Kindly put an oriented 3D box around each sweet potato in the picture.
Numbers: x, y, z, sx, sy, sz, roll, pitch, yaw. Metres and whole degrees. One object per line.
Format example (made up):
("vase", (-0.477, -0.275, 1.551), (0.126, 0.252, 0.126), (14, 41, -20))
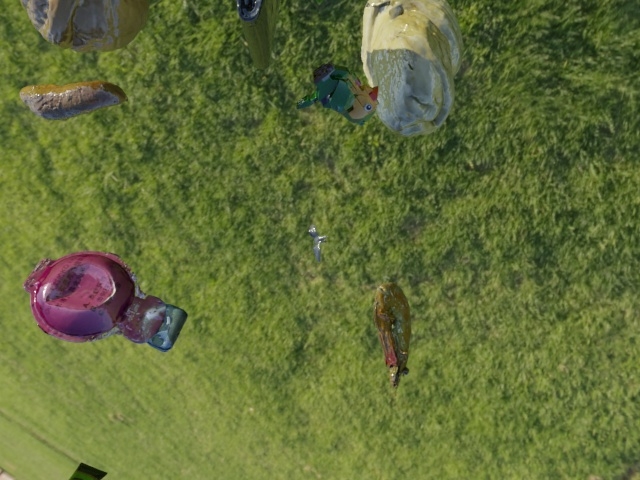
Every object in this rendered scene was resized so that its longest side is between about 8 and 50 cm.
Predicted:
("sweet potato", (-0.660, -0.352, 1.327), (0.341, 0.114, 0.092), (4, 127, 20))

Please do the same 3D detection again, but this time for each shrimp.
("shrimp", (0.197, 0.254, 1.427), (0.062, 0.294, 0.154), (-25, 144, 38))

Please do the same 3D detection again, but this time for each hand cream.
("hand cream", (-0.285, 0.292, 0.571), (0.036, 0.122, 0.023), (16, 111, 8))

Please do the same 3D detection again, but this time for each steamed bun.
("steamed bun", (0.258, -0.489, 1.434), (0.325, 0.230, 0.372), (134, 120, -64))

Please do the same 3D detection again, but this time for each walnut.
("walnut", (-0.571, -0.609, 1.264), (0.333, 0.333, 0.333), (22, 146, 16))

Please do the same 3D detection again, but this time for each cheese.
("cheese", (-0.197, 0.057, 0.484), (0.145, 0.095, 0.038), (24, 147, -4))

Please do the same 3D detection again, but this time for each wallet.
("wallet", (-0.136, -0.553, 1.202), (0.062, 0.228, 0.406), (7, -176, -4))

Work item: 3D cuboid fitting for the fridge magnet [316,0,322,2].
("fridge magnet", (-0.028, -0.514, 0.889), (0.088, 0.208, 0.208), (-11, 135, 7))

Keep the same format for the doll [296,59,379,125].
("doll", (0.051, -0.353, 1.282), (0.186, 0.106, 0.134), (19, 120, -15))

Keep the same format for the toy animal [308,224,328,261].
("toy animal", (0.000, 0.000, 1.098), (0.050, 0.084, 0.028), (-23, 165, 27))
